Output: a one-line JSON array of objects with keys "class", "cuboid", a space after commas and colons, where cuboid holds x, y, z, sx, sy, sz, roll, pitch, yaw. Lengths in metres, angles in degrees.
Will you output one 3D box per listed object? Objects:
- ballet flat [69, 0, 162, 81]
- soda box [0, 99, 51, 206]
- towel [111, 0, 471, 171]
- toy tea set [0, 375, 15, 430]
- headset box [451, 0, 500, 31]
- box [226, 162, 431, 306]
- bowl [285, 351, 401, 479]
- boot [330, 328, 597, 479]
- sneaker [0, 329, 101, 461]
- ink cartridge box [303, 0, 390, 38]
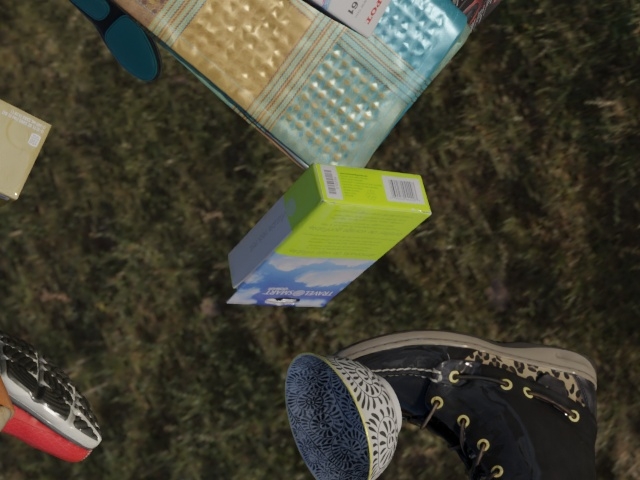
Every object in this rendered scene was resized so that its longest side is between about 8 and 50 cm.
[{"class": "ballet flat", "cuboid": [-0.297, -0.325, 1.795, 0.072, 0.068, 0.213, -35, 105, 26]}, {"class": "soda box", "cuboid": [-0.284, -0.091, 0.855, 0.058, 0.181, 0.061, -8, 58, 65]}, {"class": "towel", "cuboid": [-0.028, -0.265, 1.433, 0.370, 0.040, 0.271, 39, 90, -23]}, {"class": "toy tea set", "cuboid": [-0.341, 0.157, 0.742, 0.336, 0.200, 0.124, -24, 74, 20]}, {"class": "headset box", "cuboid": [0.160, -0.350, 1.763, 0.110, 0.293, 0.218, 39, 164, 14]}, {"class": "box", "cuboid": [0.000, 0.000, 1.056, 0.178, 0.109, 0.042, -44, 51, 47]}, {"class": "bowl", "cuboid": [0.037, 0.195, 1.379, 0.170, 0.080, 0.170, 32, 130, 49]}, {"class": "boot", "cuboid": [0.193, 0.270, 1.571, 0.138, 0.377, 0.284, 117, 155, -51]}, {"class": "sneaker", "cuboid": [-0.316, 0.123, 1.017, 0.279, 0.107, 0.118, 26, 97, -10]}, {"class": "ink cartridge box", "cuboid": [0.009, -0.203, 0.841, 0.052, 0.122, 0.088, 34, 97, 33]}]
